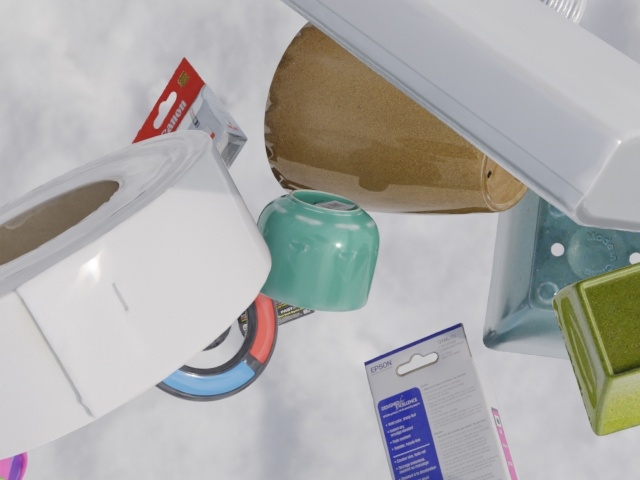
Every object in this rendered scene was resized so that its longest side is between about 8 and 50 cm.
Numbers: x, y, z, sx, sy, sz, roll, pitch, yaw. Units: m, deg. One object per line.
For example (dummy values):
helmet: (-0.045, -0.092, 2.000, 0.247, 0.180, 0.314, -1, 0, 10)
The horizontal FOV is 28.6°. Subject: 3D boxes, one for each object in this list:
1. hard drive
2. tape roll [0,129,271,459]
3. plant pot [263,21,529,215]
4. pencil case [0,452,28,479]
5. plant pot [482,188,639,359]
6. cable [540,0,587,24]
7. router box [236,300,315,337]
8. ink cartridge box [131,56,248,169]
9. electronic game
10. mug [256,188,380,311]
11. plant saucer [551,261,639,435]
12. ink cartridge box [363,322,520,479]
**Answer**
hard drive: (0.067, -0.117, 0.656, 0.353, 0.233, 0.047, 42, 113, 33)
tape roll: (-0.179, 0.033, 0.873, 0.286, 0.286, 0.100, -19, 109, 23)
plant pot: (0.110, -0.124, 1.395, 0.254, 0.237, 0.237, 20, 86, 36)
pencil case: (-0.341, 0.171, 0.960, 0.236, 0.104, 0.104, 11, 81, 21)
plant pot: (0.338, 0.027, 1.573, 0.247, 0.252, 0.247, 7, 85, 9)
cable: (0.336, -0.389, 2.074, 0.257, 0.089, 0.257, -56, 29, 19)
router box: (-0.079, 0.091, 1.982, 0.122, 0.038, 0.092, -21, 46, -1)
ink cartridge box: (-0.175, -0.124, 1.532, 0.145, 0.045, 0.179, -55, 52, 22)
electronic game: (-0.163, 0.105, 1.710, 0.048, 0.229, 0.229, 148, 125, -60)
mug: (-0.007, 0.000, 1.291, 0.158, 0.129, 0.097, -127, 46, -67)
plant saucer: (0.334, 0.082, 1.242, 0.188, 0.045, 0.188, -18, 44, 9)
ink cartridge box: (0.188, 0.322, 1.824, 0.175, 0.069, 0.371, -25, 65, 23)
